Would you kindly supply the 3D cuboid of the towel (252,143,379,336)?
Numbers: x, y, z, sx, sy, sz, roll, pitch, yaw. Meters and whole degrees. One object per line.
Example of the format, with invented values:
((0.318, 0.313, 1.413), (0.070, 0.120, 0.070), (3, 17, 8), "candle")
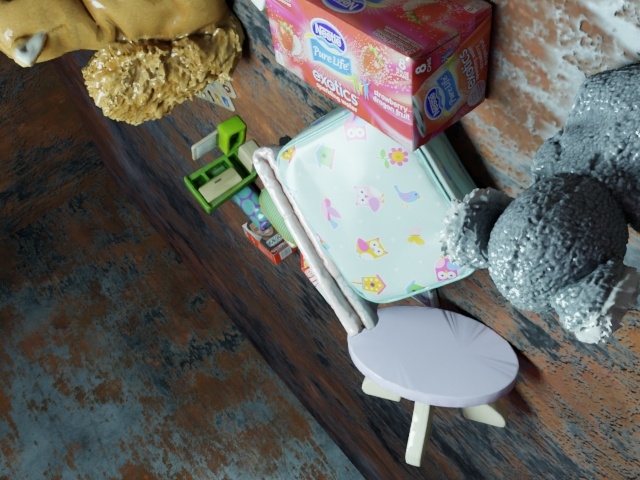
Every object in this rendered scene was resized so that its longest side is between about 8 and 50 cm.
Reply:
((0.010, -0.018, 1.092), (0.317, 0.053, 0.332), (61, -171, -3), "towel")

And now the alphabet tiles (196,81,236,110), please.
((-0.263, -0.385, 1.432), (0.237, 0.009, 0.198), (31, 150, 49), "alphabet tiles")

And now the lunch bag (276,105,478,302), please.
((0.096, -0.058, 0.881), (0.224, 0.108, 0.279), (-25, 107, 34), "lunch bag")

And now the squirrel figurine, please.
((-0.341, -0.364, 1.088), (0.281, 0.370, 0.397), (30, 151, 49), "squirrel figurine")

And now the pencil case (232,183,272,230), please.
((-0.168, -0.095, 1.624), (0.152, 0.064, 0.070), (49, -161, 11), "pencil case")

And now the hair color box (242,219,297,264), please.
((-0.131, -0.007, 1.677), (0.141, 0.072, 0.043), (40, 157, 35), "hair color box")

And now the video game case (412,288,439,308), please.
((0.130, 0.023, 1.180), (0.190, 0.022, 0.173), (34, 153, 46), "video game case")

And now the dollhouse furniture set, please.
((-0.160, -0.094, 1.468), (0.302, 0.151, 0.197), (50, 161, 10), "dollhouse furniture set")

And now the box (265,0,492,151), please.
((0.058, -0.233, 0.748), (0.257, 0.122, 0.128), (41, 157, 33), "box")

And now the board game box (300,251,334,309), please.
((0.016, 0.037, 1.252), (0.147, 0.045, 0.194), (53, -163, -29), "board game box")

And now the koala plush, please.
((0.226, -0.022, 0.561), (0.196, 0.221, 0.203), (40, 157, 36), "koala plush")

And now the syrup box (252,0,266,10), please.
((-0.046, -0.389, 0.770), (0.096, 0.093, 0.237), (52, 161, 3), "syrup box")

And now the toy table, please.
((0.186, 0.229, 1.102), (0.274, 0.252, 0.161), (20, 139, 28), "toy table")

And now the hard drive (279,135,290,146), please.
((-0.058, -0.125, 1.297), (0.135, 0.022, 0.094), (76, -172, -48), "hard drive")
